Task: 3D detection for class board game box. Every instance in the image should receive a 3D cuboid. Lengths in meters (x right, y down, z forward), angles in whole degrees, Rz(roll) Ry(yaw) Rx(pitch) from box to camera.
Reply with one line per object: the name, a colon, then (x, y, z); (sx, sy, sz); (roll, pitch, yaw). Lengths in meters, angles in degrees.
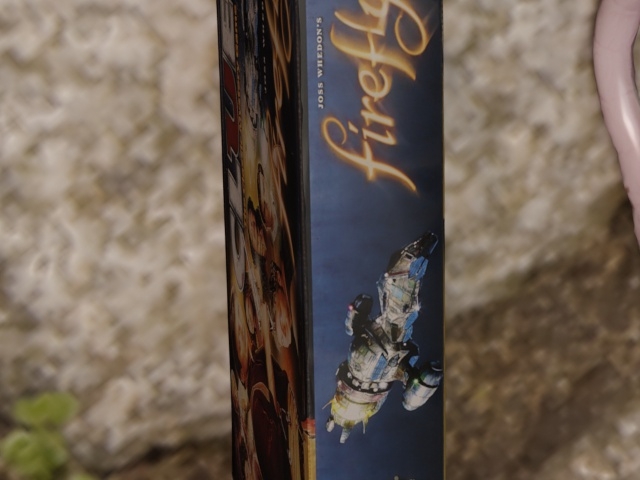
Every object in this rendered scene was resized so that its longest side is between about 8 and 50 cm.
board game box: (0.000, 0.000, 0.628); (0.042, 0.165, 0.243); (-5, 110, -10)

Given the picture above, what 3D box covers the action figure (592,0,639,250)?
action figure: (0.173, -0.132, 0.529); (0.275, 0.370, 0.248); (-20, 78, 11)
